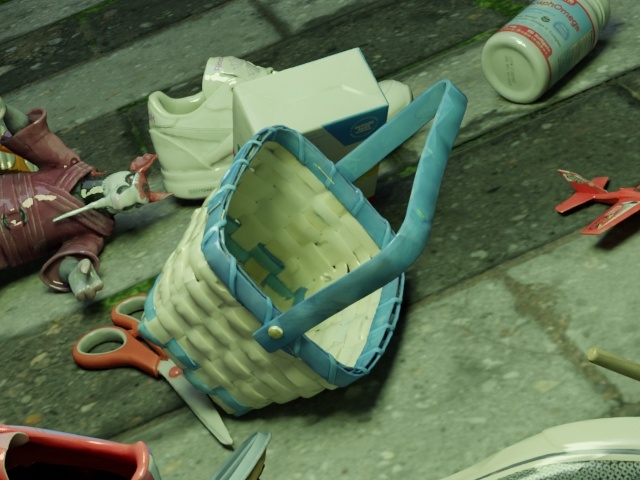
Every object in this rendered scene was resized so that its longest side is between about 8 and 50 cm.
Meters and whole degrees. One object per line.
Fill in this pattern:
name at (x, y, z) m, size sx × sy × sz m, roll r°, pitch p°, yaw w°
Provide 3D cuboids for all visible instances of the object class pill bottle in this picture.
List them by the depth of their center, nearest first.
pill bottle at (0.258, -0.229, 1.529) m, size 0.087 × 0.087 × 0.160 m, roll 11°, pitch 42°, yaw 43°

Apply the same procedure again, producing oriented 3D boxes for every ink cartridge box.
ink cartridge box at (-0.014, -0.078, 1.361) m, size 0.134 × 0.231 × 0.078 m, roll -19°, pitch 62°, yaw -14°

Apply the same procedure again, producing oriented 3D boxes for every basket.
basket at (0.000, 0.000, 1.155) m, size 0.289 × 0.201 × 0.254 m, roll -40°, pitch 16°, yaw 36°

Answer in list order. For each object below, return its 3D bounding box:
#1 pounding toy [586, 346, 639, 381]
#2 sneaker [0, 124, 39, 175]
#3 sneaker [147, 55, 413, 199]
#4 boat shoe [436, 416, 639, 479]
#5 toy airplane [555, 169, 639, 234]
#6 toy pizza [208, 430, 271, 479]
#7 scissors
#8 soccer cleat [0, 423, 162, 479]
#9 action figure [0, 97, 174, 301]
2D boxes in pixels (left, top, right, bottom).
pounding toy at (0.275, 0.101, 0.916) m, size 0.141 × 0.130 × 0.100 m, roll -35°, pitch 32°, yaw -24°
sneaker at (-0.411, -0.100, 1.654) m, size 0.083 × 0.215 × 0.084 m, roll -23°, pitch 61°, yaw 20°
sneaker at (-0.051, -0.142, 1.509) m, size 0.305 × 0.152 × 0.114 m, roll -14°, pitch 23°, yaw 10°
boat shoe at (0.101, 0.226, 0.842) m, size 0.341 × 0.127 × 0.158 m, roll -19°, pitch 32°, yaw 20°
toy airplane at (0.278, -0.040, 1.257) m, size 0.151 × 0.028 × 0.151 m, roll -15°, pitch 28°, yaw 8°
toy pizza at (-0.092, 0.219, 0.957) m, size 0.201 × 0.032 × 0.201 m, roll -51°, pitch 1°, yaw 1°
scissors at (-0.132, 0.112, 1.265) m, size 0.109 × 0.021 × 0.297 m, roll -35°, pitch 30°, yaw -27°
soccer cleat at (-0.274, 0.176, 0.998) m, size 0.318 × 0.116 × 0.108 m, roll 7°, pitch 49°, yaw -8°
action figure at (-0.345, -0.009, 1.510) m, size 0.370 × 0.248 × 0.275 m, roll -12°, pitch -15°, yaw -9°
